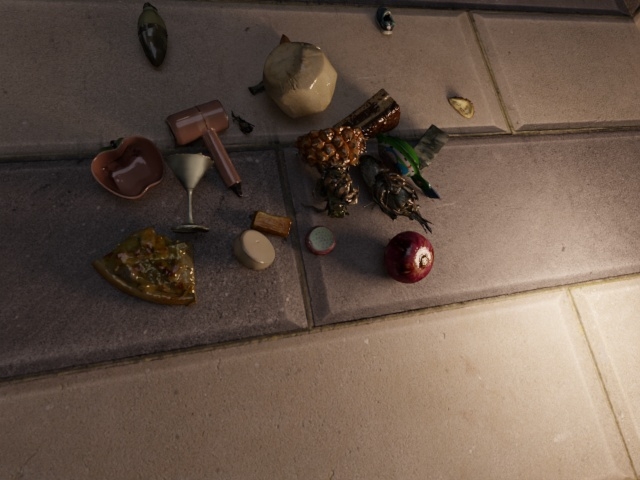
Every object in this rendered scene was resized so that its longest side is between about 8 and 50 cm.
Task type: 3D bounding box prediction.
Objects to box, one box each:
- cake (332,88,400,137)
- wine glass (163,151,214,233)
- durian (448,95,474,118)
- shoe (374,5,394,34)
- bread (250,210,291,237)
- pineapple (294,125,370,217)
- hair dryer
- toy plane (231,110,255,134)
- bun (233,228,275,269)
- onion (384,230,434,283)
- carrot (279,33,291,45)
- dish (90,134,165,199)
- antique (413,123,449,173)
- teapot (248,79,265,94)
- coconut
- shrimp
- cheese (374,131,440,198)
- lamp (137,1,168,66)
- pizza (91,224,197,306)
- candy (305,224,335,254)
[{"bbox_3d":[0.183,-0.443,1.642,0.246,0.135,0.112,-36,68,7],"label":"cake"},{"bbox_3d":[-0.404,-0.140,1.327,0.156,0.156,0.231,-1,83,-14],"label":"wine glass"},{"bbox_3d":[0.592,-0.560,1.788,0.066,0.052,0.130,-45,81,16],"label":"durian"},{"bbox_3d":[0.275,-0.942,1.823,0.064,0.071,0.142,-5,68,-16],"label":"shoe"},{"bbox_3d":[-0.162,-0.054,1.415,0.132,0.053,0.074,12,73,-9],"label":"bread"},{"bbox_3d":[0.047,-0.213,1.444,0.263,0.262,0.271,-3,82,-14],"label":"pineapple"},{"bbox_3d":[-0.357,-0.290,1.435,0.190,0.107,0.344,-27,85,-20],"label":"hair dryer"},{"bbox_3d":[-0.275,-0.414,1.518,0.121,0.049,0.031,39,65,21],"label":"toy plane"},{"bbox_3d":[-0.218,0.040,1.351,0.138,0.094,0.138,30,36,-25],"label":"bun"},{"bbox_3d":[0.294,0.057,1.435,0.178,0.153,0.177,11,68,-28],"label":"onion"},{"bbox_3d":[-0.129,-0.721,1.659,0.072,0.072,0.204,-4,64,-15],"label":"carrot"},{"bbox_3d":[-0.593,-0.218,1.351,0.214,0.090,0.213,4,72,-14],"label":"dish"},{"bbox_3d":[0.396,-0.339,1.629,0.086,0.088,0.183,37,67,3],"label":"antique"},{"bbox_3d":[-0.214,-0.576,1.596,0.111,0.043,0.042,-33,81,-17],"label":"teapot"},{"bbox_3d":[-0.065,-0.557,1.519,0.245,0.247,0.244,-8,72,26],"label":"coconut"},{"bbox_3d":[0.242,-0.148,1.510,0.172,0.137,0.372,-41,67,15],"label":"shrimp"},{"bbox_3d":[0.309,-0.263,1.536,0.083,0.204,0.320,-45,103,-4],"label":"cheese"},{"bbox_3d":[-0.596,-0.730,1.527,0.101,0.101,0.249,-6,76,-15],"label":"lamp"},{"bbox_3d":[-0.493,0.066,1.279,0.324,0.089,0.222,23,70,-5],"label":"pizza"},{"bbox_3d":[0.000,0.000,1.439,0.103,0.043,0.103,3,71,-10],"label":"candy"}]
